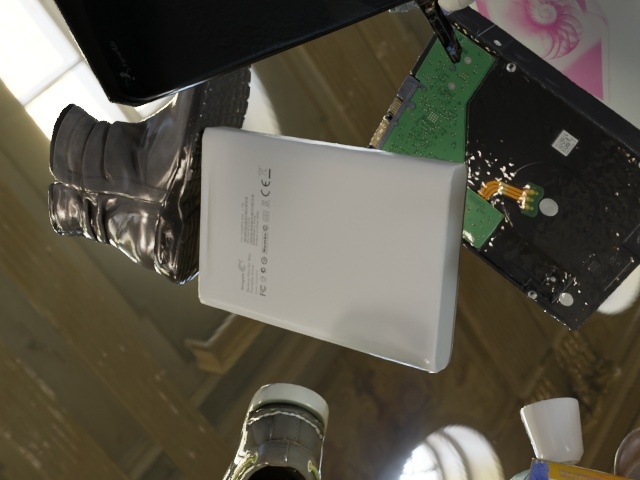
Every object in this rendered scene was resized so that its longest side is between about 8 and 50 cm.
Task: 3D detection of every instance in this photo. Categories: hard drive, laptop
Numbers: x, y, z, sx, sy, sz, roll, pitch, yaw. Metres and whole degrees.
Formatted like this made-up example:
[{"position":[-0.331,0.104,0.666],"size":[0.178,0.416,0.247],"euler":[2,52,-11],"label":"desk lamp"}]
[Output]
[{"position":[0.000,0.000,0.984],"size":[0.307,0.203,0.040],"euler":[13,-163,34],"label":"hard drive"},{"position":[0.233,-0.081,1.100],"size":[0.064,0.339,0.237],"euler":[-41,165,-49],"label":"hard drive"},{"position":[-0.050,-0.183,0.502],"size":[0.136,0.234,0.264],"euler":[-30,173,12],"label":"laptop"}]

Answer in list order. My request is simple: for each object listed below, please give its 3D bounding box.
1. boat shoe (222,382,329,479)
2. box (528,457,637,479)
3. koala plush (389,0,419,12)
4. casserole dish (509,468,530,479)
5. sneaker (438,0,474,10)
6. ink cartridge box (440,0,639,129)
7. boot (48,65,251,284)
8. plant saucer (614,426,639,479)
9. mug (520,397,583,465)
[{"position":[-0.055,0.278,0.990],"size":[0.109,0.305,0.091],"euler":[11,-139,-1],"label":"boat shoe"},{"position":[0.191,0.243,0.725],"size":[0.081,0.028,0.136],"euler":[8,-104,22],"label":"box"},{"position":[0.140,-0.341,0.937],"size":[0.221,0.203,0.196],"euler":[-27,-127,-38],"label":"koala plush"},{"position":[0.202,0.317,0.974],"size":[0.037,0.114,0.188],"euler":[-9,-155,42],"label":"casserole dish"},{"position":[0.128,-0.210,0.611],"size":[0.087,0.092,0.229],"euler":[-52,177,-19],"label":"sneaker"},{"position":[0.287,-0.223,1.171],"size":[0.330,0.324,0.071],"euler":[1,-137,44],"label":"ink cartridge box"},{"position":[-0.221,-0.125,1.135],"size":[0.222,0.338,0.118],"euler":[23,-161,17],"label":"boot"},{"position":[0.486,0.354,1.139],"size":[0.311,0.310,0.050],"euler":[-74,-174,-56],"label":"plant saucer"},{"position":[0.255,0.208,1.008],"size":[0.062,0.078,0.064],"euler":[-34,-126,41],"label":"mug"}]
